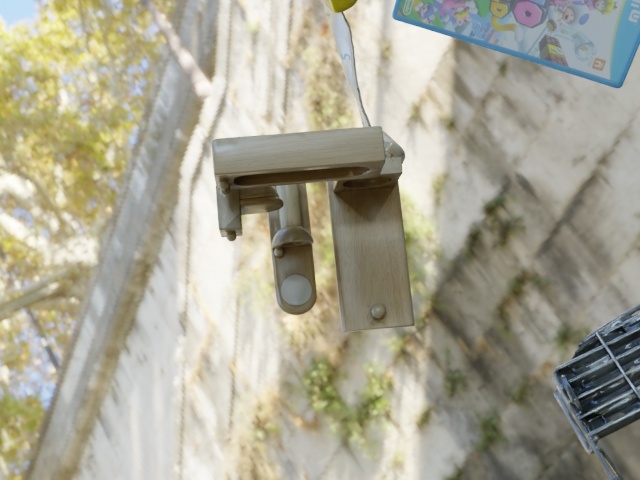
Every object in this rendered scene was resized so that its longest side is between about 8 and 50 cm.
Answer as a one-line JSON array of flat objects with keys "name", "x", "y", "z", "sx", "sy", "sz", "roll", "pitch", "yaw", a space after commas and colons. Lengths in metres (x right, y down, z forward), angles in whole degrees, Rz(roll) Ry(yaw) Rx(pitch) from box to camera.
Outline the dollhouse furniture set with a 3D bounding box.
[{"name": "dollhouse furniture set", "x": 0.000, "y": 0.000, "z": 0.789, "sx": 0.144, "sy": 0.123, "sz": 0.151, "roll": -5, "pitch": -10, "yaw": -4}]

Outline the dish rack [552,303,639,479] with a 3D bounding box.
[{"name": "dish rack", "x": 0.239, "y": 0.109, "z": 0.526, "sx": 0.208, "sy": 0.271, "sz": 0.074, "roll": -27, "pitch": -56, "yaw": 4}]

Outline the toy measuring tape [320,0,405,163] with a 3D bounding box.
[{"name": "toy measuring tape", "x": 0.045, "y": -0.211, "z": 0.813, "sx": 0.121, "sy": 0.121, "sz": 0.330, "roll": -28, "pitch": -56, "yaw": -10}]

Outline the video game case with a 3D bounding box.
[{"name": "video game case", "x": 0.142, "y": -0.181, "z": 0.734, "sx": 0.015, "sy": 0.166, "sz": 0.119, "roll": -64, "pitch": -9, "yaw": -59}]
